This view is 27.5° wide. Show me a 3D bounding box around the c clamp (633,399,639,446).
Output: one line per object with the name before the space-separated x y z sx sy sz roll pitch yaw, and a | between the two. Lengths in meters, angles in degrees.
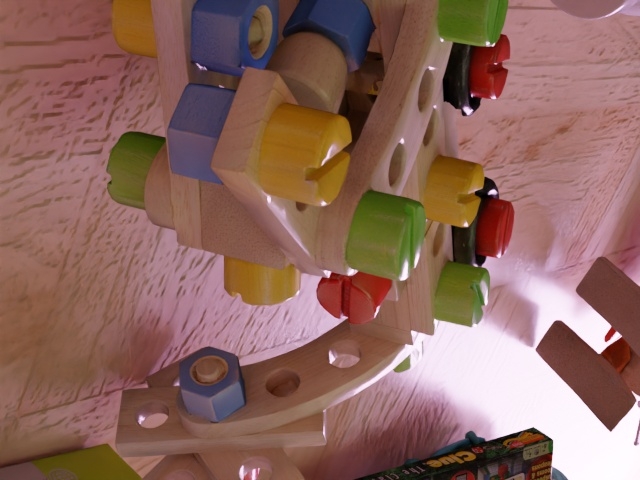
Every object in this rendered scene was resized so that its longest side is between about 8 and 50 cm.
c clamp | 0.385 0.127 1.377 0.161 0.022 0.137 -30 139 -31

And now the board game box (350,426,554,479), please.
board game box | 0.051 0.220 0.893 0.260 0.030 0.136 -10 114 -31

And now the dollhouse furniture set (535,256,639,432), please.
dollhouse furniture set | 0.307 -0.009 1.048 0.262 0.135 0.259 -25 152 -39

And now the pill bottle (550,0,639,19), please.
pill bottle | 0.187 -0.172 0.703 0.160 0.087 0.087 -28 143 -37

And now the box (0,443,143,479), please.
box | -0.170 0.162 0.609 0.178 0.042 0.109 -4 125 -52

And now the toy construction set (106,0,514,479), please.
toy construction set | 0.000 0.000 0.563 0.327 0.151 0.215 101 14 -51

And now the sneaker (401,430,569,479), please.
sneaker | 0.136 0.208 1.036 0.275 0.107 0.110 2 112 -55
